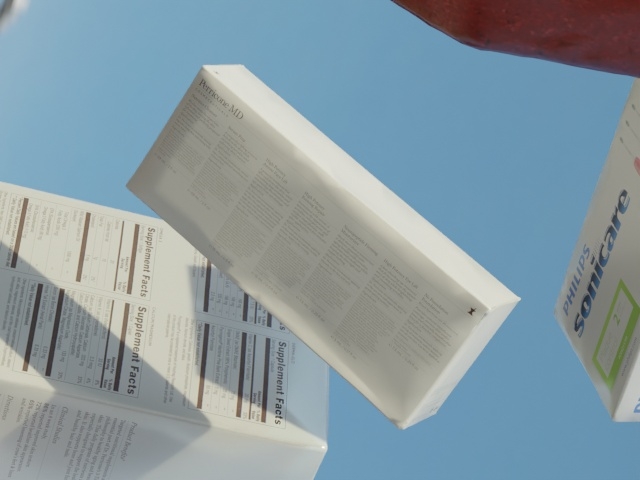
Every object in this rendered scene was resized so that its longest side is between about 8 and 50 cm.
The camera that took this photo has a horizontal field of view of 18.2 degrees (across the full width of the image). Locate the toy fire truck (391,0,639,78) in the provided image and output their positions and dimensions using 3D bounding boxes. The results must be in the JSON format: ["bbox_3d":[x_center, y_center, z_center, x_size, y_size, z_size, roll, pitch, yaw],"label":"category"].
[{"bbox_3d":[0.145,-0.152,0.600,0.254,0.302,0.169,34,-30,26],"label":"toy fire truck"}]

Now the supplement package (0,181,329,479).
[{"bbox_3d":[-0.145,0.116,1.454,0.198,0.263,0.199,-88,-164,-48],"label":"supplement package"}]

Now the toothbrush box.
[{"bbox_3d":[0.323,0.004,1.301,0.122,0.283,0.206,-112,-150,-51],"label":"toothbrush box"}]

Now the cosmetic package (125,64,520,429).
[{"bbox_3d":[0.000,0.000,1.235,0.239,0.060,0.099,41,-67,17],"label":"cosmetic package"}]
